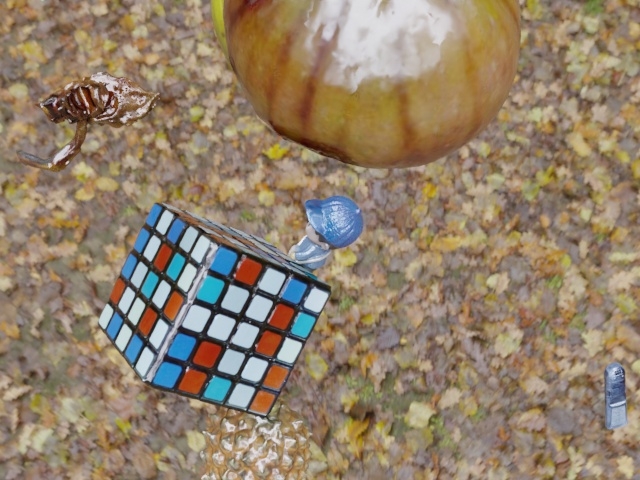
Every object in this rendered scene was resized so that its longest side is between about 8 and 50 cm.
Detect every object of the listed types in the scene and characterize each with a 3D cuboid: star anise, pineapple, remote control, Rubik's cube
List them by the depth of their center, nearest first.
[{"bbox_3d":[-0.132,0.081,0.932,0.182,0.187,0.184,32,98,53],"label":"Rubik's cube"},{"bbox_3d":[-0.088,0.280,1.062,0.166,0.193,0.166,12,29,-7],"label":"pineapple"},{"bbox_3d":[0.578,0.305,1.500,0.043,0.153,0.027,-18,29,-9],"label":"remote control"},{"bbox_3d":[-0.508,-0.261,1.615,0.346,0.237,0.148,-30,102,11],"label":"star anise"}]

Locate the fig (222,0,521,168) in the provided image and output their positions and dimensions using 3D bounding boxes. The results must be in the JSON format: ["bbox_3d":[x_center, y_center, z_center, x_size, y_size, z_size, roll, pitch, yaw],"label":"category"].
[{"bbox_3d":[0.043,-0.173,0.601,0.234,0.214,0.235,-15,46,16],"label":"fig"}]

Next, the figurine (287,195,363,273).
[{"bbox_3d":[0.000,0.000,1.091,0.087,0.149,0.086,36,35,8],"label":"figurine"}]

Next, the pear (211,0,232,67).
[{"bbox_3d":[-0.108,-0.473,1.640,0.269,0.269,0.321,-7,81,0],"label":"pear"}]
